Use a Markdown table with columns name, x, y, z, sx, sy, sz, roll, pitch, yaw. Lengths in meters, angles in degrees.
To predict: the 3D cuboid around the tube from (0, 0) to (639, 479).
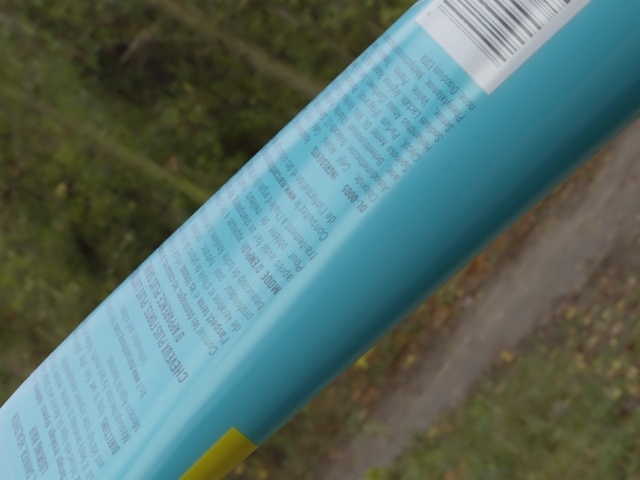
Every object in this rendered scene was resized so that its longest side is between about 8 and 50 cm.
| name | x | y | z | sx | sy | sz | roll | pitch | yaw |
| --- | --- | --- | --- | --- | --- | --- | --- | --- | --- |
| tube | 0.000 | 0.000 | 0.396 | 0.207 | 0.052 | 0.080 | -41 | 25 | 6 |
